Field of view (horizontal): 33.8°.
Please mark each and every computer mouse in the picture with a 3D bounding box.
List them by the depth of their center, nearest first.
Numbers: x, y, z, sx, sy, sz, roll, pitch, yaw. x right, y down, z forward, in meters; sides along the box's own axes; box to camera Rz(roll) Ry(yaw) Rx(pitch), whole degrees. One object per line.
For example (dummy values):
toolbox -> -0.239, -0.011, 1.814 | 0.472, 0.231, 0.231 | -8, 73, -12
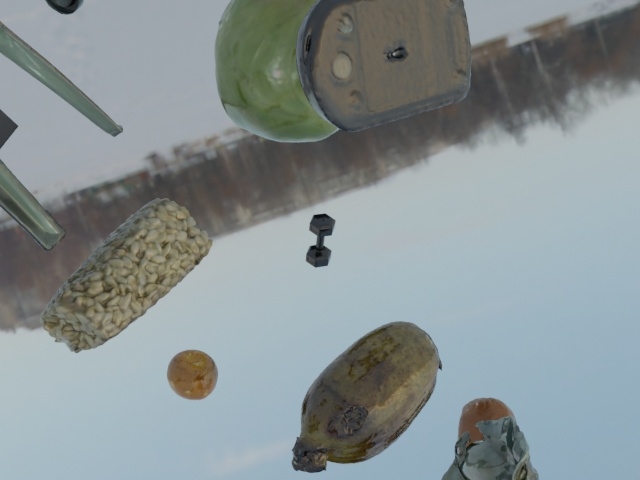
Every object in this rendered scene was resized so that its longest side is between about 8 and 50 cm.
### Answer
computer mouse -> 0.068, -0.231, 1.312 | 0.269, 0.170, 0.100 | -17, -161, -35

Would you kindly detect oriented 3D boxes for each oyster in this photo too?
oyster -> 0.134, 0.271, 0.937 | 0.087, 0.252, 0.199 | 8, -177, -10

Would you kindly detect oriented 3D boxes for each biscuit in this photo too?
biscuit -> -0.171, 0.031, 0.929 | 0.082, 0.070, 0.168 | -25, -162, 49

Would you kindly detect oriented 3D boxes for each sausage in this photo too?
sausage -> 0.276, 0.393, 1.708 | 0.105, 0.274, 0.105 | -1, 167, 0

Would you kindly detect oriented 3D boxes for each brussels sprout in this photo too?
brussels sprout -> -0.032, -0.309, 1.740 | 0.328, 0.328, 0.247 | -17, 156, 15

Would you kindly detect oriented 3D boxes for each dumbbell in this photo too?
dumbbell -> 0.000, 0.000, 1.555 | 0.040, 0.083, 0.036 | -7, -139, -16

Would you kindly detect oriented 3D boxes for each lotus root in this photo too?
lotus root -> 0.058, 0.211, 1.385 | 0.260, 0.145, 0.128 | -38, -131, -26

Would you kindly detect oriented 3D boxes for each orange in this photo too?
orange -> -0.199, 0.208, 1.632 | 0.083, 0.070, 0.083 | 13, -148, -8

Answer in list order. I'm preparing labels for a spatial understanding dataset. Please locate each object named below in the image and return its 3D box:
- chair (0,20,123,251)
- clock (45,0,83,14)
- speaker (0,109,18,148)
chair -> -0.340, -0.096, 0.873 | 0.203, 0.275, 0.190 | -25, -144, 29
clock -> -0.409, -0.398, 1.663 | 0.085, 0.085, 0.017 | -13, -154, 42
speaker -> -0.586, -0.222, 1.654 | 0.044, 0.218, 0.082 | -19, -145, 44
